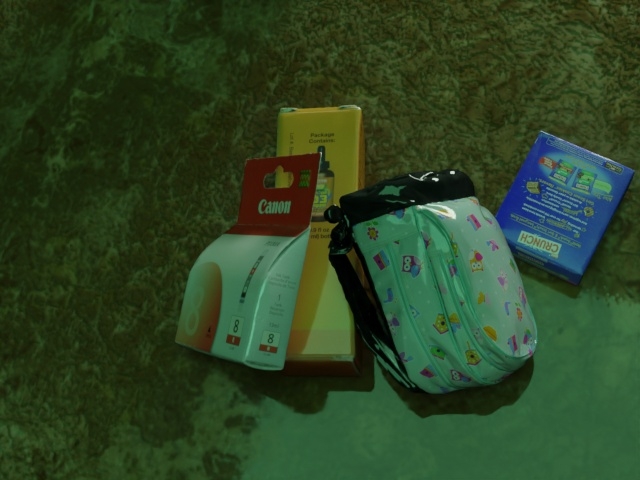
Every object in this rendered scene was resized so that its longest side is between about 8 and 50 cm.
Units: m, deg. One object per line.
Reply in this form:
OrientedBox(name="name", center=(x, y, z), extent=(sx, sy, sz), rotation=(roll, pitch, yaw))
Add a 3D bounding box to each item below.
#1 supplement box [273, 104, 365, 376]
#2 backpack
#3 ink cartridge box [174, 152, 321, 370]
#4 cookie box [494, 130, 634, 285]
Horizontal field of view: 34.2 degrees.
OrientedBox(name="supplement box", center=(0.000, 0.000, 0.923), extent=(0.078, 0.080, 0.233), rotation=(-1, 73, 9))
OrientedBox(name="backpack", center=(0.098, 0.035, 0.853), extent=(0.115, 0.152, 0.182), rotation=(-23, 82, 40))
OrientedBox(name="ink cartridge box", center=(-0.064, 0.012, 0.882), extent=(0.045, 0.145, 0.179), rotation=(10, 86, -30))
OrientedBox(name="cookie box", center=(0.209, -0.028, 0.914), extent=(0.092, 0.040, 0.107), rotation=(27, 78, 17))
